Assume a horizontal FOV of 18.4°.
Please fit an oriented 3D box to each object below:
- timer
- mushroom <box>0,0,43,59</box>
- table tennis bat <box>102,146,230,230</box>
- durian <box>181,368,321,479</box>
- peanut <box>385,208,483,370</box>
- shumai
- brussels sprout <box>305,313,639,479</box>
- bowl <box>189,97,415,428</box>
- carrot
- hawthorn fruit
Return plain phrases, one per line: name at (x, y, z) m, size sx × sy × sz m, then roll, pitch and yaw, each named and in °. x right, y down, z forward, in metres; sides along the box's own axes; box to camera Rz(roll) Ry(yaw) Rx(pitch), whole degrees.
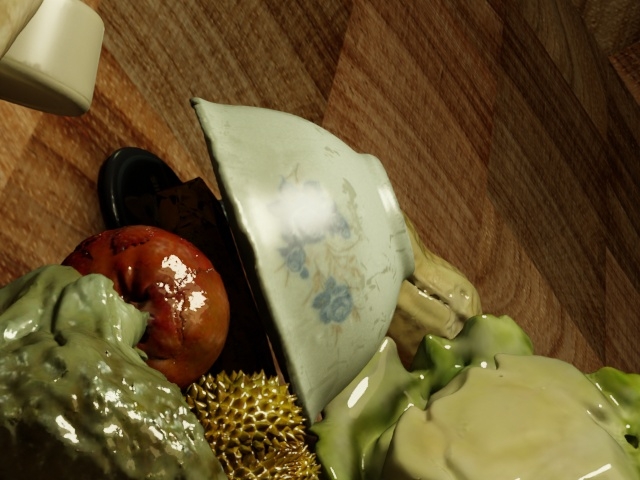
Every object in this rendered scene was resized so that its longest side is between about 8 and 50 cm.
timer at (-0.223, -0.251, 1.564) m, size 0.175 × 0.175 × 0.266 m, roll 28°, pitch 79°, yaw -54°
mushroom at (-0.303, -0.162, 1.366) m, size 0.290 × 0.292 × 0.292 m, roll 75°, pitch 8°, yaw -46°
table tennis bat at (-0.135, -0.020, 1.861) m, size 0.236 × 0.027 × 0.150 m, roll -10°, pitch 77°, yaw -65°
durian at (-0.073, 0.185, 1.637) m, size 0.168 × 0.137 × 0.158 m, roll -22°, pitch 89°, yaw -53°
peanut at (0.084, 0.051, 2.119) m, size 0.290 × 0.130 × 0.130 m, roll 43°, pitch 30°, yaw -36°
shumai at (-0.167, 0.117, 1.432) m, size 0.256 × 0.189 × 0.218 m, roll 44°, pitch 31°, yaw -50°
brussels sprout at (0.197, 0.298, 1.841) m, size 0.425 × 0.342 × 0.361 m, roll 36°, pitch -37°, yaw 43°
bowl at (0.000, 0.000, 1.769) m, size 0.313 × 0.146 × 0.313 m, roll 162°, pitch -90°, yaw -87°
carrot at (-0.091, 0.056, 1.787) m, size 0.069 × 0.069 × 0.229 m, roll -25°, pitch 97°, yaw -67°
hawthorn fruit at (-0.144, 0.056, 1.620) m, size 0.148 × 0.148 × 0.172 m, roll 63°, pitch 7°, yaw -1°
